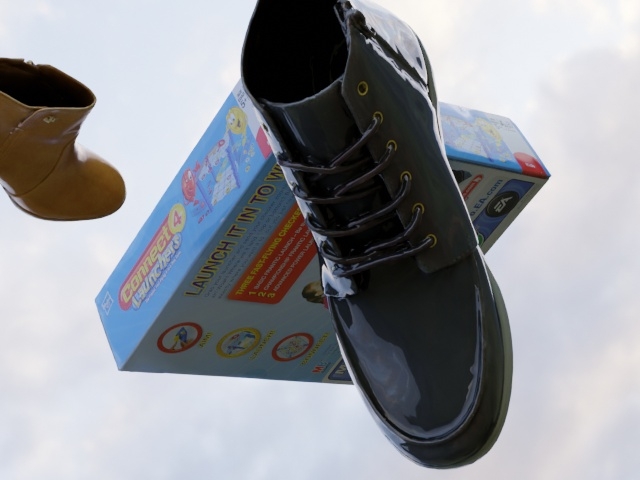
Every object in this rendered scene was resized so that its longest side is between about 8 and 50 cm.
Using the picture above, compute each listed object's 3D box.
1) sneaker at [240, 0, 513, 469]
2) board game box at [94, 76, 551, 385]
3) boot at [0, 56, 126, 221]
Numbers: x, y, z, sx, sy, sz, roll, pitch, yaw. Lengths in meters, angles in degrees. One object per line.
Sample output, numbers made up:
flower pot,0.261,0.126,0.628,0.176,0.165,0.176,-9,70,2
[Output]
sneaker,0.017,-0.008,0.611,0.083,0.222,0.118,-19,-15,18
board game box,0.000,0.000,1.266,0.302,0.086,0.308,9,-49,-39
boot,-0.307,-0.114,1.617,0.295,0.211,0.104,15,-120,-37
